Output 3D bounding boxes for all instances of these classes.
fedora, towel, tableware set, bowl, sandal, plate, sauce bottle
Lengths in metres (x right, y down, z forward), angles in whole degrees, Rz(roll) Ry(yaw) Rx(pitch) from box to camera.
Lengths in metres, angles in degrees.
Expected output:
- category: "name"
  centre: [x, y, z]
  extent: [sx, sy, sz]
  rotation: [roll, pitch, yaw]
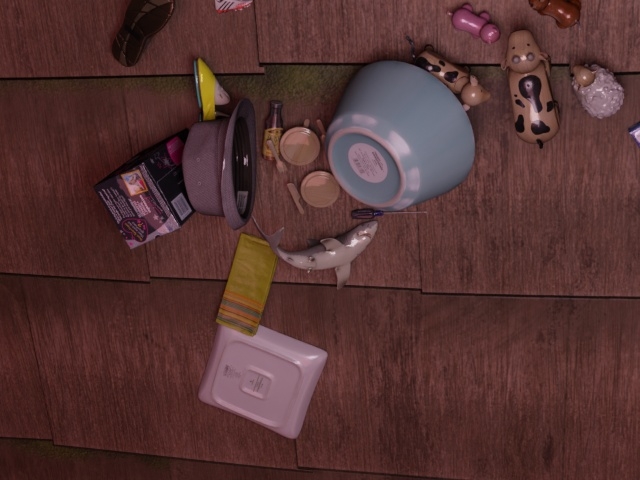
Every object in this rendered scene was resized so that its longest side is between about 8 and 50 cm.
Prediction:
- category: "fedora"
  centre: [-0.215, -0.160, 1.951]
  extent: [0.124, 0.244, 0.275]
  rotation: [1, 101, 9]
- category: "towel"
  centre: [-0.169, 0.105, 2.169]
  extent: [0.102, 0.021, 0.237]
  rotation: [19, 109, 5]
- category: "tableware set"
  centre: [-0.023, -0.162, 2.025]
  extent: [0.128, 0.039, 0.194]
  rotation: [-21, 112, 9]
- category: "bowl"
  centre: [0.130, -0.180, 1.841]
  extent: [0.312, 0.163, 0.311]
  rotation: [25, 139, 24]
- category: "sandal"
  centre: [-0.372, -0.458, 1.982]
  extent: [0.090, 0.060, 0.219]
  rotation: [42, 131, 1]
- category: "plate"
  centre: [-0.151, 0.340, 2.267]
  extent: [0.278, 0.045, 0.277]
  rotation: [22, 117, 6]
- category: "sauce bottle"
  centre: [-0.102, -0.237, 2.010]
  extent: [0.042, 0.042, 0.128]
  rotation: [11, 116, 10]

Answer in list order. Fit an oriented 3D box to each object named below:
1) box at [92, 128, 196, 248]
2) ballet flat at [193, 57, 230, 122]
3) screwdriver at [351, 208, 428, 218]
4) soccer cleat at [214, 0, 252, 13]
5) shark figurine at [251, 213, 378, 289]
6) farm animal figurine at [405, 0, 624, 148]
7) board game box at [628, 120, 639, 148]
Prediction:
- category: "box"
  centre: [-0.350, -0.113, 2.012]
  extent: [0.142, 0.247, 0.163]
  rotation: [-22, 106, 23]
- category: "ballet flat"
  centre: [-0.234, -0.285, 2.015]
  extent: [0.077, 0.077, 0.230]
  rotation: [-2, 116, -7]
- category: "screwdriver"
  centre: [0.152, -0.061, 2.037]
  extent: [0.170, 0.025, 0.024]
  rotation: [-4, 111, 7]
- category: "soccer cleat"
  centre: [-0.182, -0.495, 1.929]
  extent: [0.083, 0.029, 0.035]
  rotation: [-6, 115, 22]
- category: "shark figurine"
  centre: [-0.025, 0.015, 2.047]
  extent: [0.278, 0.116, 0.166]
  rotation: [0, 121, -25]
- category: "farm animal figurine"
  centre: [0.369, -0.318, 1.780]
  extent: [0.330, 0.172, 0.326]
  rotation: [-26, 104, 23]
- category: "board game box"
  centre: [0.725, -0.215, 1.808]
  extent: [0.201, 0.035, 0.136]
  rotation: [-32, 102, 24]
